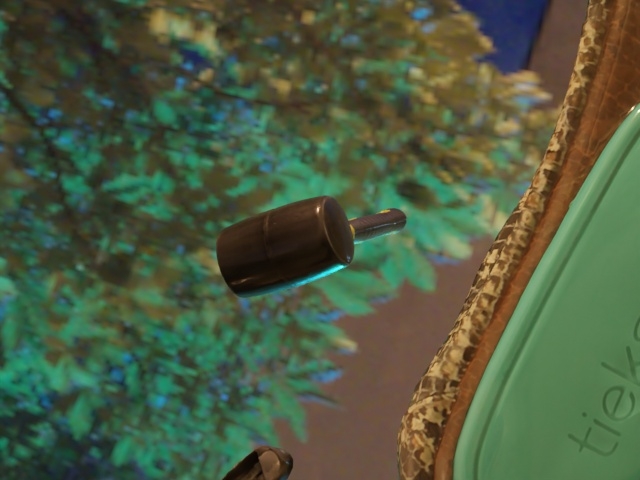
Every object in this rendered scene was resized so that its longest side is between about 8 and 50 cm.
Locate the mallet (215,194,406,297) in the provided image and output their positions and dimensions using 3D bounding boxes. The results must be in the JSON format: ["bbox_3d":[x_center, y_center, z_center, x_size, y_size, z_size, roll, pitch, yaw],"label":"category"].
[{"bbox_3d":[0.000,0.000,0.885,0.189,0.062,0.039,-11,-96,-76],"label":"mallet"}]

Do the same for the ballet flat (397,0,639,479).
[{"bbox_3d":[0.169,-0.062,0.729,0.483,0.164,0.182,-60,3,-6],"label":"ballet flat"}]

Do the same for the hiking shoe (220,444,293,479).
[{"bbox_3d":[-0.025,0.164,0.390,0.086,0.114,0.227,17,-127,-63],"label":"hiking shoe"}]
